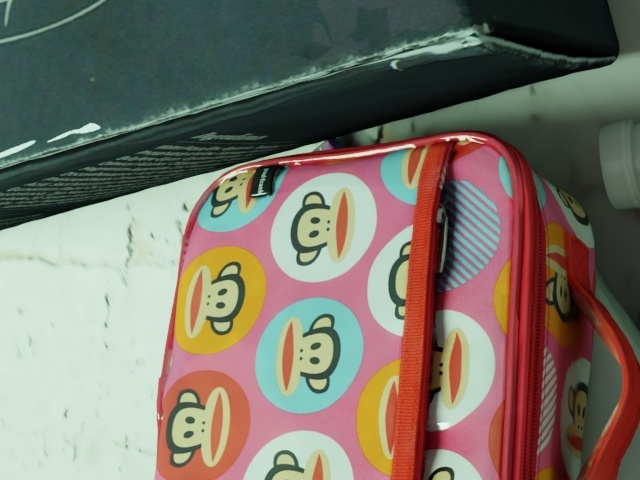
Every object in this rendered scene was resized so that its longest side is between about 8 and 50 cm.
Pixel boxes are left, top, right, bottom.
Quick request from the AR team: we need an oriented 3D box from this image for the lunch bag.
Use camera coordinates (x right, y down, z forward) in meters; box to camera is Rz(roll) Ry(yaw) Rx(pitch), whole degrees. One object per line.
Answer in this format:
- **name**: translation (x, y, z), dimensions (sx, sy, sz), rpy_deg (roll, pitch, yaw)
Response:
- **lunch bag**: translation (0.043, 0.094, 0.879), dimensions (0.258, 0.120, 0.293), rpy_deg (-6, 68, 30)

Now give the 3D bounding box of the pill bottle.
- **pill bottle**: translation (0.215, -0.050, 0.899), dimensions (0.120, 0.067, 0.067), rpy_deg (-9, 92, 21)

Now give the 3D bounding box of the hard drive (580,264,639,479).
- **hard drive**: translation (0.123, 0.162, 0.888), dimensions (0.203, 0.040, 0.307), rpy_deg (-40, 53, 16)

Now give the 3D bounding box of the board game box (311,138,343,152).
- **board game box**: translation (0.000, 0.000, 1.012), dimensions (0.090, 0.020, 0.090), rpy_deg (-39, 82, 20)

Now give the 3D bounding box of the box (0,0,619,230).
- **box**: translation (-0.146, -0.266, 0.891), dimensions (0.472, 0.297, 0.480), rpy_deg (-14, 89, 23)

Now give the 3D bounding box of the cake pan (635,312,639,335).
- **cake pan**: translation (0.267, 0.108, 0.827), dimensions (0.293, 0.054, 0.293), rpy_deg (8, 99, 57)
